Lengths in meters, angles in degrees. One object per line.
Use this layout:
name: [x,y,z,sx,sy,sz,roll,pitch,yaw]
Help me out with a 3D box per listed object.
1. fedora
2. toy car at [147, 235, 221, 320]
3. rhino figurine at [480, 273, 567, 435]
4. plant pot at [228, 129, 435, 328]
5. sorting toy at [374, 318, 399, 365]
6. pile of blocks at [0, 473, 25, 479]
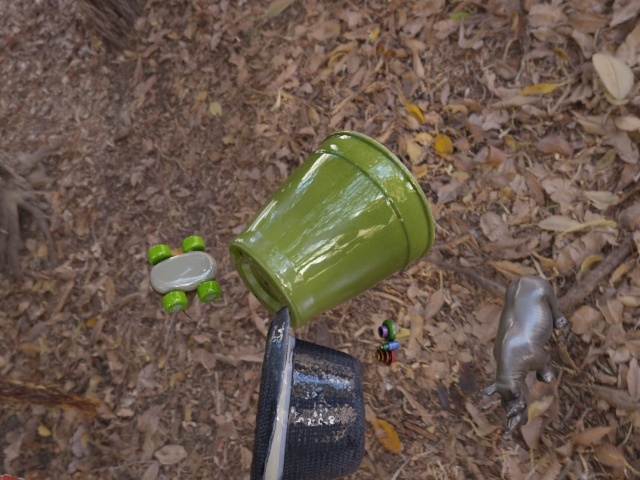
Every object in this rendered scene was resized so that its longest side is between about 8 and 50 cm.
fedora: [-0.015,0.264,0.729,0.153,0.334,0.333,6,64,-2]
toy car: [-0.315,0.111,1.157,0.149,0.188,0.155,-16,60,-21]
rhino figurine: [0.283,0.155,0.695,0.073,0.106,0.243,-3,49,43]
plant pot: [0.000,0.000,1.112,0.353,0.366,0.367,-39,46,-23]
sorting toy: [0.138,0.224,1.074,0.061,0.042,0.101,-178,85,-67]
pile of blocks: [-0.301,0.315,0.490,0.113,0.362,0.149,-22,42,-3]
